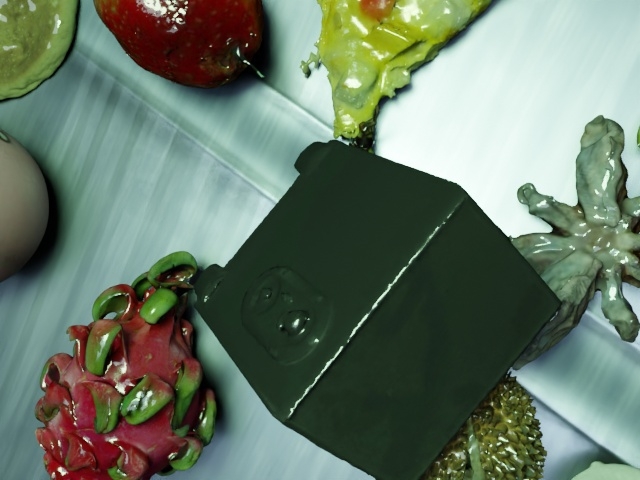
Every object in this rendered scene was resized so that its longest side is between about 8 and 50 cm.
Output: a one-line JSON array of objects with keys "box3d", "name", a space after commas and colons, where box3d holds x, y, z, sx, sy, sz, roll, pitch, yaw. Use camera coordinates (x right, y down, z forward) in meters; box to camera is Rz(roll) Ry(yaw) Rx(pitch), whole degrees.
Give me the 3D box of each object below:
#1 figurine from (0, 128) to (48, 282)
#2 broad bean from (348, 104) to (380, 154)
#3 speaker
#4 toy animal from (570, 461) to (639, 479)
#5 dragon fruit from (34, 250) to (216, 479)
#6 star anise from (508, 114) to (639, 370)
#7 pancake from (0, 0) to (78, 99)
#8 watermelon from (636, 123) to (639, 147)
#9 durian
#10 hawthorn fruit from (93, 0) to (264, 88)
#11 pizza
[{"box3d": [-0.451, -0.028, 0.834, 0.211, 0.269, 0.261, 27, 84, 7], "name": "figurine"}, {"box3d": [0.000, -0.001, 0.801, 0.325, 0.075, 0.067, -62, 32, 4], "name": "broad bean"}, {"box3d": [0.037, 0.051, 0.650, 0.232, 0.254, 0.184, -50, 122, -3], "name": "speaker"}, {"box3d": [0.332, 0.364, 0.667, 0.140, 0.138, 0.282, -23, 84, 8], "name": "toy animal"}, {"box3d": [-0.228, 0.160, 0.793, 0.198, 0.218, 0.272, -6, 80, -23], "name": "dragon fruit"}, {"box3d": [0.260, 0.010, 0.701, 0.257, 0.110, 0.198, -42, 55, 5], "name": "star anise"}, {"box3d": [-0.443, -0.302, 0.924, 0.242, 0.050, 0.241, 0, 88, 15], "name": "pancake"}, {"box3d": [0.390, -0.121, 0.687, 0.135, 0.094, 0.125, -24, 89, 12], "name": "watermelon"}, {"box3d": [0.132, 0.193, 0.701, 0.196, 0.167, 0.196, -7, 124, -11], "name": "durian"}, {"box3d": [-0.146, -0.249, 0.783, 0.181, 0.181, 0.235, -44, 75, 9], "name": "hawthorn fruit"}, {"box3d": [0.078, -0.250, 0.779, 0.280, 0.075, 0.287, 16, 92, 15], "name": "pizza"}]
